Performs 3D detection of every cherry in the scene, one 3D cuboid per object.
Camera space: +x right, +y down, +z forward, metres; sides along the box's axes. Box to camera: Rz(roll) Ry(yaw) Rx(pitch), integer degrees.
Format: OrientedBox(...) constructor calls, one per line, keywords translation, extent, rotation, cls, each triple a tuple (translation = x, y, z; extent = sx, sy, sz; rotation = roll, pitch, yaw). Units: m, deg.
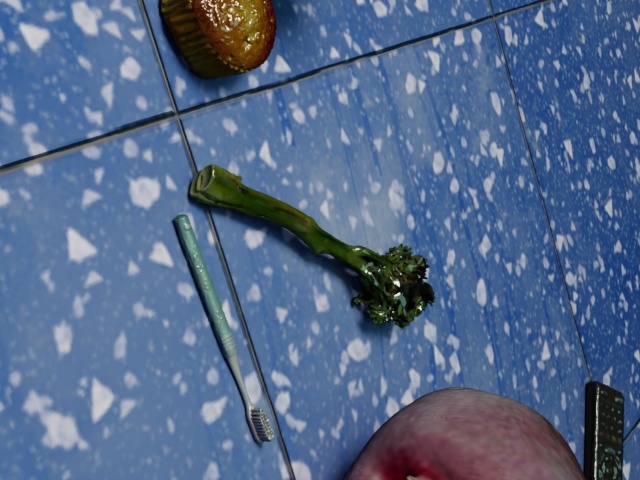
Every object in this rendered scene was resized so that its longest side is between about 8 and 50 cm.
OrientedBox(translation=(0.101, 0.216, 0.750), extent=(0.213, 0.184, 0.266), rotation=(-60, 151, -19), cls="cherry")

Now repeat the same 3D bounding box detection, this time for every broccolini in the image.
OrientedBox(translation=(-0.004, 0.007, 0.794), extent=(0.254, 0.071, 0.057), rotation=(24, 105, -40), cls="broccolini")

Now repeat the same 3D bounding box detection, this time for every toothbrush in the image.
OrientedBox(translation=(-0.063, 0.060, 0.708), extent=(0.011, 0.014, 0.167), rotation=(-30, 106, -42), cls="toothbrush")

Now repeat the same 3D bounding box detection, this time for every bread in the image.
OrientedBox(translation=(-0.063, -0.154, 0.724), extent=(0.085, 0.053, 0.085), rotation=(16, 69, -50), cls="bread")

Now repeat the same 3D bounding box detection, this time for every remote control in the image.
OrientedBox(translation=(0.295, 0.270, 1.118), extent=(0.063, 0.025, 0.245), rotation=(30, 60, -44), cls="remote control")
